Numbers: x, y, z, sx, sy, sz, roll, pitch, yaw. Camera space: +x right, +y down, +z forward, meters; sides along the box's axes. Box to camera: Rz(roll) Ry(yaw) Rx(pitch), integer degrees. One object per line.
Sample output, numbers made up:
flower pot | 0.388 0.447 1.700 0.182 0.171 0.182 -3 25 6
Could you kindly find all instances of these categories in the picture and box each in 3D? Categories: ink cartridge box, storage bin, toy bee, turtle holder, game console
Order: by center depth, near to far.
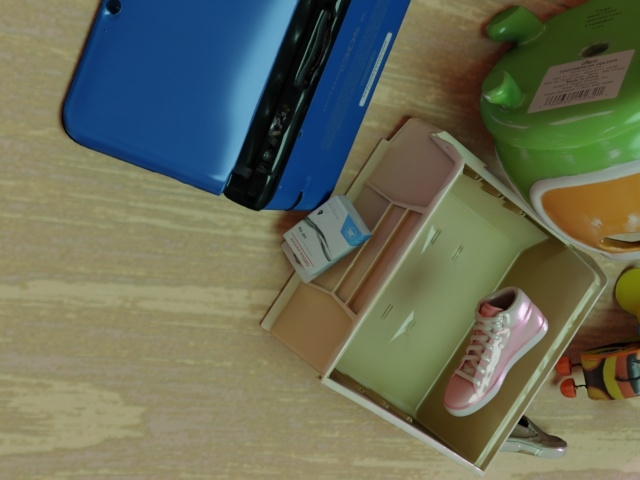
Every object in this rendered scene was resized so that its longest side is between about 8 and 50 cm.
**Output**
game console | -0.055 -0.190 1.405 0.293 0.173 0.250 -67 161 9
ink cartridge box | 0.000 0.000 1.493 0.083 0.048 0.028 -37 168 19
turtle holder | 0.282 -0.125 1.553 0.243 0.320 0.227 -24 116 4
storage bin | 0.121 0.056 1.581 0.262 0.123 0.260 34 89 -40
toy bee | 0.353 0.127 1.789 0.298 0.162 0.195 20 67 -52

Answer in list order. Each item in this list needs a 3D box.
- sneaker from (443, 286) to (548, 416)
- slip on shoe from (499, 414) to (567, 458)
sneaker | 0.154 0.099 1.513 0.134 0.051 0.070 -46 128 -14
slip on shoe | 0.225 0.214 1.782 0.135 0.051 0.041 11 92 -33
